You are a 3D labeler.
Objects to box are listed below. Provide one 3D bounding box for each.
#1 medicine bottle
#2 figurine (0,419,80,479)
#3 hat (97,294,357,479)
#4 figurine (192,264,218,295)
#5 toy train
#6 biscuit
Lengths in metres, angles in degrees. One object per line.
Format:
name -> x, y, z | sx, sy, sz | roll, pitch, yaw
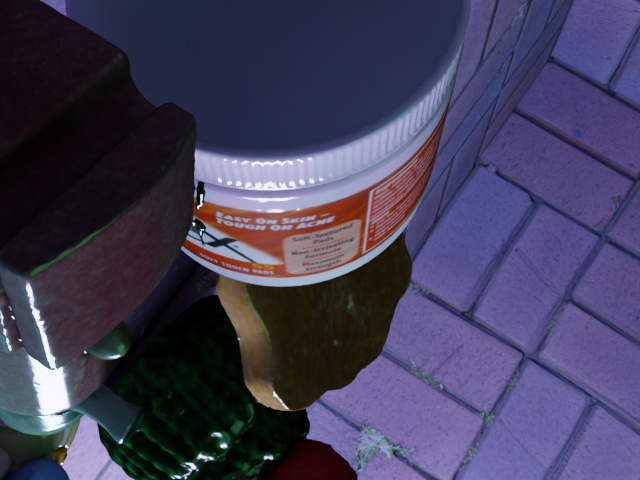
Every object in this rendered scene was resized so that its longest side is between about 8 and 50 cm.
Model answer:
medicine bottle -> -0.031, -0.117, 0.633 | 0.252, 0.252, 0.241 | -53, 167, -18
figurine -> -0.281, 0.199, 0.704 | 0.180, 0.154, 0.262 | -112, -142, -67
hat -> -0.097, 0.251, 1.106 | 0.274, 0.332, 0.242 | -42, 171, -43
figurine -> -0.143, 0.041, 1.115 | 0.050, 0.047, 0.083 | -35, 167, -23
toy train -> -0.179, -0.001, 0.432 | 0.150, 0.221, 0.304 | -51, 167, -33
biscuit -> -0.002, 0.000, 1.077 | 0.385, 0.062, 0.365 | -35, 118, -51
